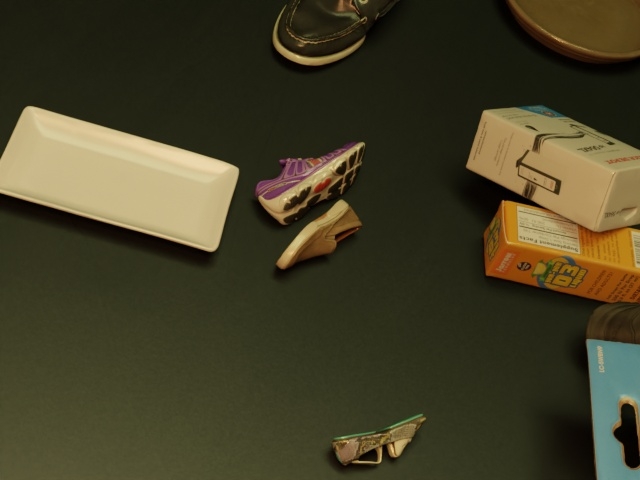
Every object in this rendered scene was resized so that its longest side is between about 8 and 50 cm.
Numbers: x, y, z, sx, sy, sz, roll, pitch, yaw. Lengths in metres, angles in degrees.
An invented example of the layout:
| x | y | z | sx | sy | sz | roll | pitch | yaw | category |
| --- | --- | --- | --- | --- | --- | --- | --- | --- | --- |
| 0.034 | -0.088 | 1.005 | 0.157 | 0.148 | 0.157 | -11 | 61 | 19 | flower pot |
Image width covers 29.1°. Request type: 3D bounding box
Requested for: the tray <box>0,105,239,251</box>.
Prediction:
| x | y | z | sx | sy | sz | roll | pitch | yaw | category |
| --- | --- | --- | --- | --- | --- | --- | --- | --- | --- |
| -0.241 | -0.067 | 1.459 | 0.270 | 0.030 | 0.145 | 16 | 47 | -4 | tray |

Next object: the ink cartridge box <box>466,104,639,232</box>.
| x | y | z | sx | sy | sz | roll | pitch | yaw | category |
| --- | --- | --- | --- | --- | --- | --- | --- | --- | --- |
| 0.314 | -0.095 | 1.566 | 0.203 | 0.086 | 0.148 | 30 | 26 | 34 | ink cartridge box |

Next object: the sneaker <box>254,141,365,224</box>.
| x | y | z | sx | sy | sz | roll | pitch | yaw | category |
| --- | --- | --- | --- | --- | --- | --- | --- | --- | --- |
| -0.011 | -0.087 | 1.530 | 0.170 | 0.068 | 0.071 | -30 | 59 | -35 | sneaker |

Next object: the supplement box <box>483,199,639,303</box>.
| x | y | z | sx | sy | sz | roll | pitch | yaw | category |
| --- | --- | --- | --- | --- | --- | --- | --- | --- | --- |
| 0.325 | 0.021 | 1.539 | 0.233 | 0.078 | 0.080 | 13 | 50 | -7 | supplement box |

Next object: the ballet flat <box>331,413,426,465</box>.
| x | y | z | sx | sy | sz | roll | pitch | yaw | category |
| --- | --- | --- | --- | --- | --- | --- | --- | --- | --- |
| 0.065 | 0.217 | 1.318 | 0.114 | 0.041 | 0.041 | -12 | 55 | -26 | ballet flat |

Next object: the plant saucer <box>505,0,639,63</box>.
| x | y | z | sx | sy | sz | roll | pitch | yaw | category |
| --- | --- | --- | --- | --- | --- | --- | --- | --- | --- |
| 0.407 | -0.369 | 1.925 | 0.277 | 0.041 | 0.278 | 9 | 49 | -10 | plant saucer |

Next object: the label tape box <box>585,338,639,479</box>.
| x | y | z | sx | sy | sz | roll | pitch | yaw | category |
| --- | --- | --- | --- | --- | --- | --- | --- | --- | --- |
| 0.448 | 0.239 | 1.310 | 0.333 | 0.106 | 0.241 | 3 | 50 | 3 | label tape box |

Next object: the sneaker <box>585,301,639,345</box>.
| x | y | z | sx | sy | sz | roll | pitch | yaw | category |
| --- | --- | --- | --- | --- | --- | --- | --- | --- | --- |
| 0.463 | 0.108 | 1.460 | 0.286 | 0.130 | 0.109 | -12 | 92 | -21 | sneaker |

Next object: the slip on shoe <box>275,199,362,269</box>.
| x | y | z | sx | sy | sz | roll | pitch | yaw | category |
| --- | --- | --- | --- | --- | --- | --- | --- | --- | --- |
| 0.000 | 0.000 | 1.472 | 0.041 | 0.051 | 0.135 | 45 | 45 | 5 | slip on shoe |

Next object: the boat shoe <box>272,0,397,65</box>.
| x | y | z | sx | sy | sz | roll | pitch | yaw | category |
| --- | --- | --- | --- | --- | --- | --- | --- | --- | --- |
| 0.053 | -0.369 | 1.757 | 0.127 | 0.113 | 0.340 | 39 | 50 | 15 | boat shoe |
